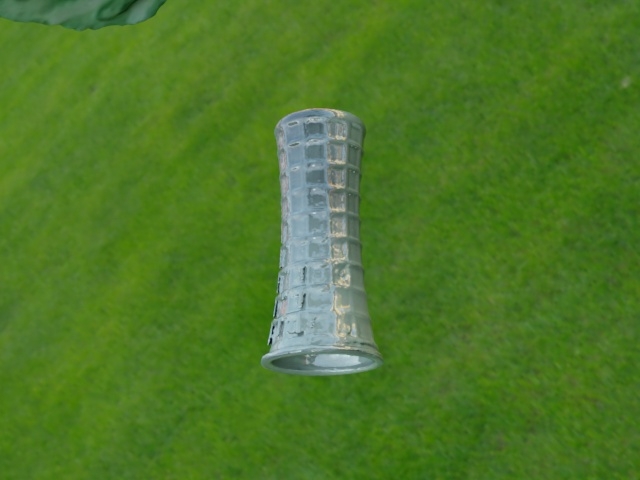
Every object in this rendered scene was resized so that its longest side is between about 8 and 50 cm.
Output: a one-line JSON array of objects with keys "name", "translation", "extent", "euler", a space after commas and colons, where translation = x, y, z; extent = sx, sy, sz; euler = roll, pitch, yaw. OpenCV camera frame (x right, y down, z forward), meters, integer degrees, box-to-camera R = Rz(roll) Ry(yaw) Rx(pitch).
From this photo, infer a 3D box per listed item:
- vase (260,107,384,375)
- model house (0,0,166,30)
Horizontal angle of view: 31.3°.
[{"name": "vase", "translation": [0.000, 0.000, 1.346], "extent": [0.143, 0.143, 0.298], "euler": [-16, 68, 39]}, {"name": "model house", "translation": [-0.223, -0.375, 0.927], "extent": [0.267, 0.194, 0.325], "euler": [-48, 65, 36]}]
